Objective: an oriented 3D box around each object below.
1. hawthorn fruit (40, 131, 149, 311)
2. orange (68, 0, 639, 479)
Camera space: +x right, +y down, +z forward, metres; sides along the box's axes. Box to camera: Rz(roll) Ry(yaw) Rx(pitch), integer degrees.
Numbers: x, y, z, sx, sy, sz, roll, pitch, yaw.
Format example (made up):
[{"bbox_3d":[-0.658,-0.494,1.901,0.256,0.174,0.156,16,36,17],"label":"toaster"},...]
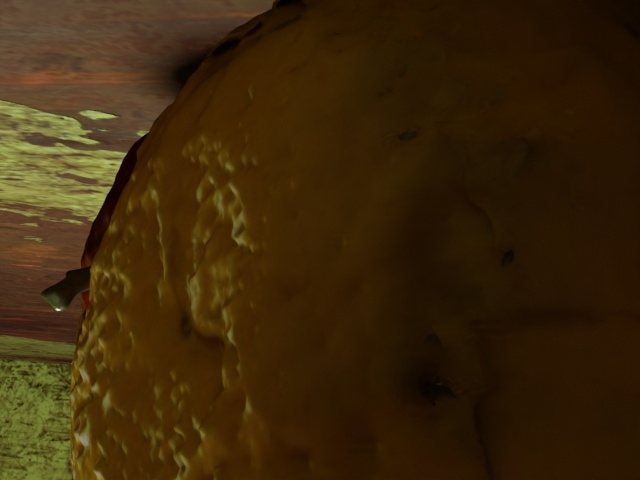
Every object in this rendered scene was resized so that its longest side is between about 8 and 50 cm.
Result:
[{"bbox_3d":[-0.039,0.017,0.831,0.253,0.205,0.205,7,172,-40],"label":"hawthorn fruit"},{"bbox_3d":[0.066,0.062,0.604,0.293,0.341,0.340,12,169,-29],"label":"orange"}]
